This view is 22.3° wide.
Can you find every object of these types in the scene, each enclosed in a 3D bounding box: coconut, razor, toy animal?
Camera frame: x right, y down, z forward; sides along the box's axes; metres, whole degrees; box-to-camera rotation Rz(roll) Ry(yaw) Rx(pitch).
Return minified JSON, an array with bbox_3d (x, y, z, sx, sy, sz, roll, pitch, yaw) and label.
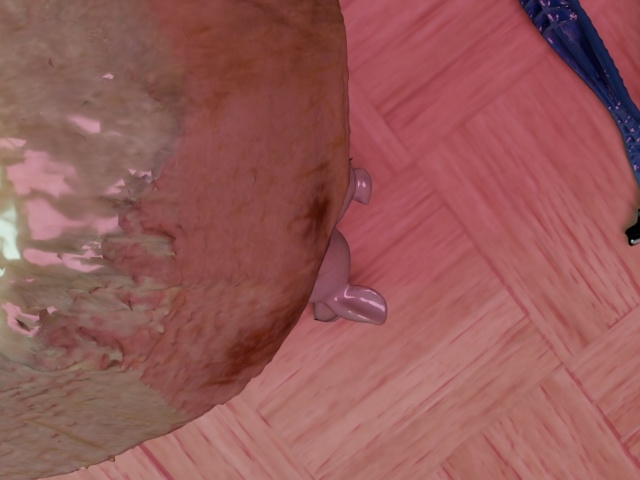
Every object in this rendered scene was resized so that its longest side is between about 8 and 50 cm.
[{"bbox_3d":[-0.157,-0.044,0.927,0.415,0.415,0.345,-17,96,-9],"label":"coconut"},{"bbox_3d":[0.198,-0.112,1.158,0.082,0.042,0.253,-22,111,36],"label":"razor"},{"bbox_3d":[-0.006,0.000,1.121,0.085,0.071,0.124,-2,95,-32],"label":"toy animal"}]
